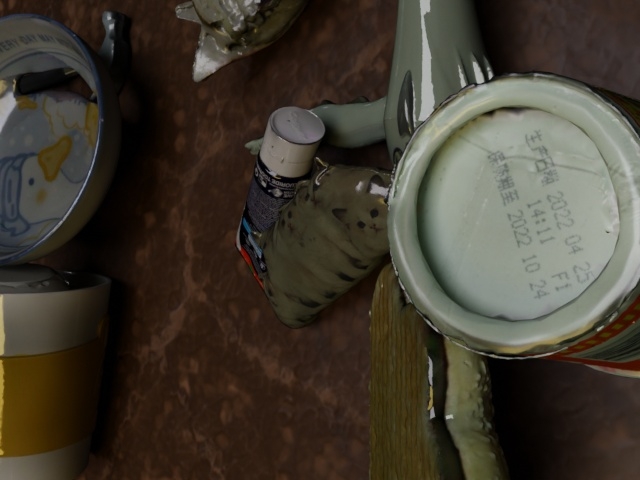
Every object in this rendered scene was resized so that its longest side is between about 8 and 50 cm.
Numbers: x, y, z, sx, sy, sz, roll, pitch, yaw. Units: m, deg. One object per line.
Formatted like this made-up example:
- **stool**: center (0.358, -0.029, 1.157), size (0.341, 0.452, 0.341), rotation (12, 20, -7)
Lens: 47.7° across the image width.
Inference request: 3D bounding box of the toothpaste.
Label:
- **toothpaste**: center (-0.043, -0.031, 0.629), size (0.071, 0.045, 0.193), rotation (54, 146, 27)

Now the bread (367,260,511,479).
- **bread**: center (0.074, 0.156, 0.480), size (0.207, 0.056, 0.286), rotation (-178, 87, -80)

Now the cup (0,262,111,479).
- **cup**: center (-0.332, 0.137, 0.807), size (0.241, 0.186, 0.226), rotation (-166, 77, -72)

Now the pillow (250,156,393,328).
- **pillow**: center (0.000, -0.001, 0.566), size (0.093, 0.051, 0.241), rotation (40, 143, -4)

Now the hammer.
- **hammer**: center (-0.322, -0.203, 0.897), size (0.247, 0.029, 0.102), rotation (-5, 83, 39)

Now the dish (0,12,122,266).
- **dish**: center (-0.314, -0.101, 0.815), size (0.274, 0.134, 0.273), rotation (-3, 82, 23)

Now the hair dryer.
- **hair dryer**: center (0.035, -0.149, 0.571), size (0.267, 0.092, 0.229), rotation (25, 116, 39)

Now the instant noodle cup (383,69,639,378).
- **instant noodle cup**: center (0.144, -0.006, 0.407), size (0.193, 0.212, 0.193), rotation (-3, 85, 38)

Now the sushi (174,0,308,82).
- **sushi**: center (-0.030, -0.257, 0.642), size (0.134, 0.109, 0.272), rotation (44, 127, 27)
